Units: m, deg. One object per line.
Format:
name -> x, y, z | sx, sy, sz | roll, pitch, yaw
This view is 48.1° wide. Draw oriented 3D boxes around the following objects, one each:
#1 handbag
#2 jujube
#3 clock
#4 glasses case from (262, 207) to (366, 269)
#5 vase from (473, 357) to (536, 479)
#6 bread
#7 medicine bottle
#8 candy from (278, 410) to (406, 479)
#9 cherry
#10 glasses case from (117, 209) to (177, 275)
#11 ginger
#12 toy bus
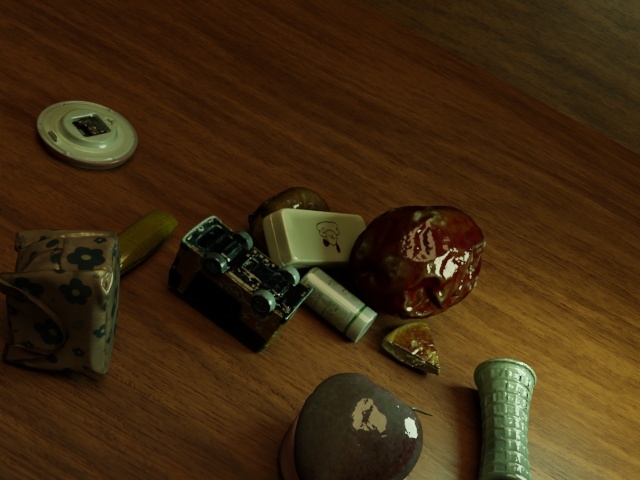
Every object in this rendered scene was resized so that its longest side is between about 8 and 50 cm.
handbag -> -0.465, 0.105, 1.292 | 0.193, 0.251, 0.190 | 4, 37, -14
jujube -> 0.244, 0.046, 1.747 | 0.276, 0.276, 0.377 | 46, 30, 22
clock -> -0.579, -0.269, 1.788 | 0.244, 0.056, 0.244 | 17, 39, -14
glasses case -> 0.000, 0.000, 1.728 | 0.313, 0.070, 0.131 | 3, 69, -49
vase -> 0.397, 0.410, 1.541 | 0.143, 0.143, 0.299 | 23, 41, -6
bread -> 0.202, 0.248, 1.671 | 0.136, 0.054, 0.154 | 11, 36, -22
medicine bottle -> 0.034, 0.147, 1.659 | 0.183, 0.086, 0.086 | 38, 39, 12
candy -> 0.039, 0.418, 1.349 | 0.255, 0.094, 0.255 | 17, 40, -15
cherry -> 0.063, 0.336, 1.228 | 0.213, 0.183, 0.266 | 28, 49, 22
glasses case -> -0.401, 0.004, 1.578 | 0.079, 0.064, 0.234 | 31, 38, 7
ginger -> -0.085, -0.061, 1.809 | 0.133, 0.107, 0.309 | 30, 36, 13
toy bus -> -0.179, 0.092, 1.532 | 0.275, 0.167, 0.138 | 37, 39, 5
